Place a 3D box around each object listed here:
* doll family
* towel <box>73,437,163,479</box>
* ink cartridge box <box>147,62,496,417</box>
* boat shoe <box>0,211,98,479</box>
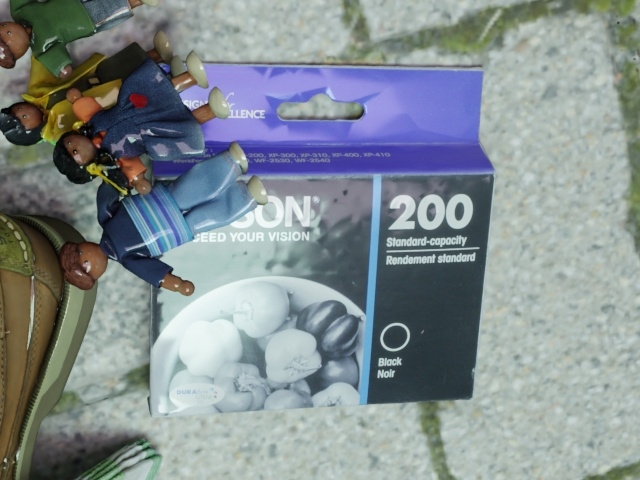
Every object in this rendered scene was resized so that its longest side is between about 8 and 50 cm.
[{"bbox_3d":[-0.112,-0.057,0.672,0.111,0.193,0.076,-27,151,-15],"label":"doll family"},{"bbox_3d":[-0.141,0.189,0.737,0.023,0.152,0.113,16,106,17],"label":"towel"},{"bbox_3d":[0.000,0.000,0.760,0.206,0.045,0.208,-2,107,-13],"label":"ink cartridge box"},{"bbox_3d":[-0.220,0.128,0.696,0.104,0.111,0.307,4,100,-60],"label":"boat shoe"}]
